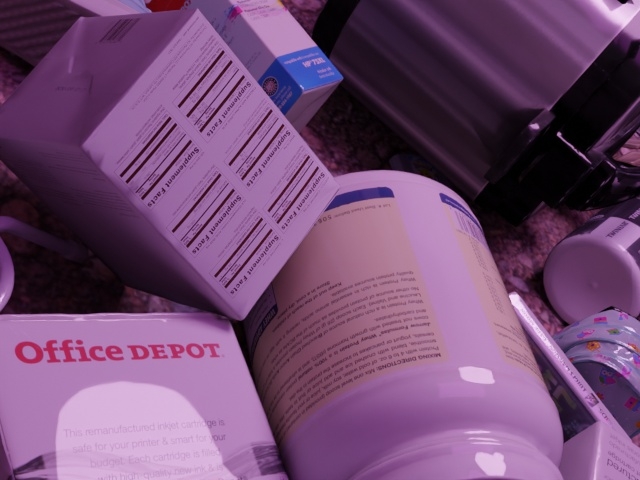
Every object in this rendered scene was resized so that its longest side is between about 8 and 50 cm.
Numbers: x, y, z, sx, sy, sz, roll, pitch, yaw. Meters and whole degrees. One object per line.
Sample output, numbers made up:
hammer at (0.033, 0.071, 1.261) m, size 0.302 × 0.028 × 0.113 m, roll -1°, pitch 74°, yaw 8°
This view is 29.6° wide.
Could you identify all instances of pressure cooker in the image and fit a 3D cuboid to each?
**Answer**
pressure cooker at (0.250, -0.224, 1.421) m, size 0.420 × 0.370 × 0.375 m, roll 43°, pitch -7°, yaw 6°

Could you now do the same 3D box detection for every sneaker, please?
sneaker at (-0.208, -0.218, 1.215) m, size 0.366 × 0.135 × 0.150 m, roll 38°, pitch 41°, yaw -7°

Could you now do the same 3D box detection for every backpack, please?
backpack at (0.273, 0.157, 1.242) m, size 0.152 × 0.182 × 0.115 m, roll 38°, pitch 38°, yaw -8°

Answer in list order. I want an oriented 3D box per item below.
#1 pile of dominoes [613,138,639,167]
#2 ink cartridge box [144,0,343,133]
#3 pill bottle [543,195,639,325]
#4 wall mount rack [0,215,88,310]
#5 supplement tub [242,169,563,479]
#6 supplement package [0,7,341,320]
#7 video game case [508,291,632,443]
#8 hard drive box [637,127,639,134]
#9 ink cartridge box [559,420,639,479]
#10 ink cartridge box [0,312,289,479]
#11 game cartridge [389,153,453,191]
pile of dominoes at (0.406, -0.094, 1.620) m, size 0.251 × 0.040 × 0.196 m, roll 12°, pitch 23°, yaw 36°
ink cartridge box at (-0.100, -0.210, 1.301) m, size 0.231 × 0.134 × 0.078 m, roll 52°, pitch 40°, yaw 10°
pill bottle at (0.385, 0.016, 1.515) m, size 0.130 × 0.130 × 0.245 m, roll 50°, pitch 38°, yaw 9°
wall mount rack at (-0.339, -0.060, 0.968) m, size 0.304 × 0.130 × 0.350 m, roll -22°, pitch 71°, yaw -46°
supplement tub at (0.064, 0.124, 1.022) m, size 0.235 × 0.235 × 0.325 m, roll 17°, pitch 38°, yaw -29°
supplement package at (-0.133, -0.066, 1.002) m, size 0.149 × 0.194 × 0.203 m, roll -53°, pitch 125°, yaw -20°
video game case at (0.192, 0.161, 1.165) m, size 0.022 × 0.190 × 0.173 m, roll -28°, pitch 74°, yaw -32°
hard drive box at (0.493, -0.287, 1.928) m, size 0.232 × 0.089 × 0.181 m, roll 43°, pitch 38°, yaw -1°
ink cartridge box at (0.232, 0.342, 1.019) m, size 0.198 × 0.197 × 0.270 m, roll 35°, pitch 39°, yaw -10°
ink cartridge box at (-0.136, 0.215, 0.873) m, size 0.223 × 0.129 × 0.307 m, roll 2°, pitch 53°, yaw -39°
game cartridge at (0.123, -0.078, 1.469) m, size 0.083 × 0.017 × 0.056 m, roll 10°, pitch 45°, yaw -35°
